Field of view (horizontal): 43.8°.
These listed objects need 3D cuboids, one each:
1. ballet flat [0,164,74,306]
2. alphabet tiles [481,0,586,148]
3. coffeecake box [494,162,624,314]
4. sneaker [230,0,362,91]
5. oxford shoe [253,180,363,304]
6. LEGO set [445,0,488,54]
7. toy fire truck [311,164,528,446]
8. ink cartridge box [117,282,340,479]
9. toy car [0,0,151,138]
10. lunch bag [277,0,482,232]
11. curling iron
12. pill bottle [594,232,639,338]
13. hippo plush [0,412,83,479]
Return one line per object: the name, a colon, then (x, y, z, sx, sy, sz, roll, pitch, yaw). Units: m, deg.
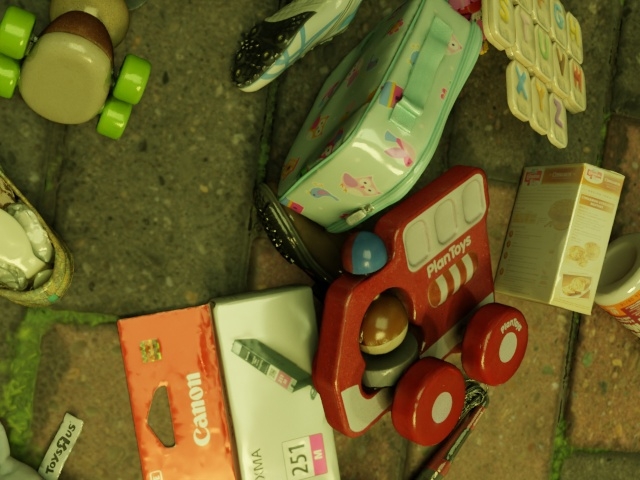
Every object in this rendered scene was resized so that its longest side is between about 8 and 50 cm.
ballet flat: (-0.401, -0.065, 0.863, 0.123, 0.123, 0.348, -42, 103, -11)
alphabet tiles: (0.279, -0.270, 1.020, 0.284, 0.021, 0.278, 18, 67, -49)
coffeecake box: (0.317, -0.005, 1.073, 0.068, 0.142, 0.185, 15, 89, -18)
sneaker: (-0.014, -0.267, 0.994, 0.237, 0.085, 0.086, -46, 137, -2)
oxford shoe: (0.000, 0.000, 1.012, 0.096, 0.083, 0.227, -46, 116, -13)
LEGO set: (0.210, -0.288, 1.045, 0.227, 0.087, 0.093, -36, 117, -44)
toy fire truck: (0.104, 0.075, 0.938, 0.302, 0.169, 0.254, -32, 122, -33)
ink cartridge box: (-0.111, 0.208, 0.996, 0.239, 0.060, 0.275, -10, 96, -18)
toy car: (-0.270, -0.240, 0.910, 0.155, 0.149, 0.188, 20, 58, -21)
lunch bag: (0.070, -0.145, 0.918, 0.108, 0.224, 0.279, 35, 60, -18)
curling iron: (0.147, 0.306, 1.096, 0.068, 0.035, 0.274, 30, 89, 5)
pill bottle: (0.500, 0.096, 1.146, 0.221, 0.121, 0.121, 37, 82, -15)
hippo plush: (-0.305, 0.357, 0.849, 0.234, 0.236, 0.294, 17, 88, -17)
